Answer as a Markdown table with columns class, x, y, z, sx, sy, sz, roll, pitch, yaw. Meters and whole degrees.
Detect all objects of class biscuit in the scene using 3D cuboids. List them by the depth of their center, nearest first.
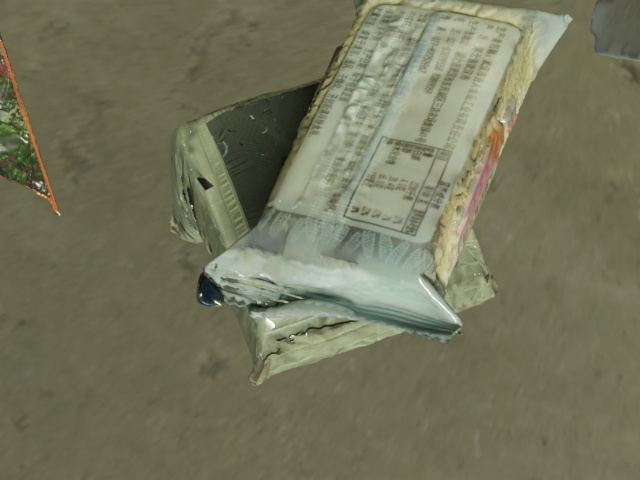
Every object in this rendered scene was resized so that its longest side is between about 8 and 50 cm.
| class | x | y | z | sx | sy | sz | roll | pitch | yaw |
| --- | --- | --- | --- | --- | --- | --- | --- | --- | --- |
| biscuit | 0.050 | -0.065 | 1.235 | 0.186 | 0.079 | 0.309 | 10 | 58 | 21 |

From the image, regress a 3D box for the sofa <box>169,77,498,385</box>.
| class | x | y | z | sx | sy | sz | roll | pitch | yaw |
| --- | --- | --- | --- | --- | --- | --- | --- | --- | --- |
| sofa | 0.000 | 0.000 | 1.399 | 0.210 | 0.176 | 0.225 | -20 | 65 | -14 |

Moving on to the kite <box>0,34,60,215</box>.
| class | x | y | z | sx | sy | sz | roll | pitch | yaw |
| --- | --- | --- | --- | --- | --- | --- | --- | --- | --- |
| kite | -0.229 | -0.093 | 0.966 | 0.232 | 0.009 | 0.189 | 23 | 90 | 13 |

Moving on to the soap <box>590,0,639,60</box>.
| class | x | y | z | sx | sy | sz | roll | pitch | yaw |
| --- | --- | --- | --- | --- | --- | --- | --- | --- | --- |
| soap | 0.299 | -0.211 | 0.927 | 0.258 | 0.159 | 0.302 | 9 | 101 | 0 |
